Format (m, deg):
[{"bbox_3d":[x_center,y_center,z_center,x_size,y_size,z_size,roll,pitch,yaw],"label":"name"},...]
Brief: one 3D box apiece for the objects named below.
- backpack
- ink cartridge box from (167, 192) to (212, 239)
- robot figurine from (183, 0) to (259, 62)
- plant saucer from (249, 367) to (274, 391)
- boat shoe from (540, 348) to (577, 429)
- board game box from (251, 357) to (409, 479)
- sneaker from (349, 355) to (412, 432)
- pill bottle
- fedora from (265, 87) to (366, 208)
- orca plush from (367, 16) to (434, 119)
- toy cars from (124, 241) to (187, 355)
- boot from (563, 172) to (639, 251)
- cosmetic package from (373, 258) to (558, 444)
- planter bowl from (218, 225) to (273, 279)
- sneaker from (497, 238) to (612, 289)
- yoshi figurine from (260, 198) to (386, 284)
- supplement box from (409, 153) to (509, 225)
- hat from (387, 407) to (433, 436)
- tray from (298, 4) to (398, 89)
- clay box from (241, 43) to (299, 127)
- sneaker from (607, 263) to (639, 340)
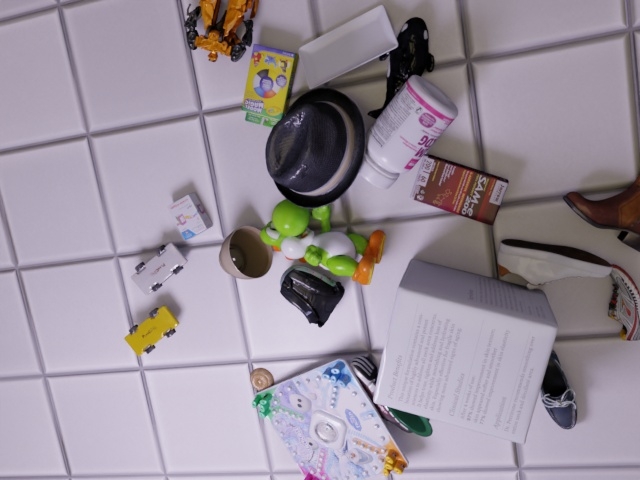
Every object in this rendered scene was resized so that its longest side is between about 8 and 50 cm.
[{"bbox_3d":[-0.037,0.153,1.875,0.182,0.115,0.152,31,91,-7],"label":"backpack"},{"bbox_3d":[-0.407,-0.076,1.960,0.088,0.052,0.123,-27,93,18],"label":"ink cartridge box"},{"bbox_3d":[-0.269,-0.651,1.784,0.211,0.085,0.291,19,105,10],"label":"robot figurine"},{"bbox_3d":[-0.192,0.454,2.036,0.083,0.015,0.084,3,103,14],"label":"plant saucer"},{"bbox_3d":[0.666,0.424,1.773,0.095,0.079,0.255,-13,98,16],"label":"boat shoe"},{"bbox_3d":[0.016,0.593,1.943,0.390,0.050,0.390,-29,95,32],"label":"board game box"},{"bbox_3d":[0.159,0.492,1.923,0.281,0.106,0.162,49,122,2],"label":"sneaker"},{"bbox_3d":[0.220,-0.284,1.688,0.160,0.160,0.283,41,118,3],"label":"pill bottle"},{"bbox_3d":[-0.041,-0.252,1.690,0.333,0.152,0.334,1,92,32],"label":"fedora"},{"bbox_3d":[0.208,-0.458,1.692,0.151,0.102,0.287,35,108,5],"label":"orca plush"},{"bbox_3d":[-0.522,0.185,2.032,0.176,0.087,0.394,11,101,7],"label":"toy cars"},{"bbox_3d":[0.802,-0.143,1.609,0.264,0.096,0.281,31,107,7],"label":"boot"},{"bbox_3d":[0.381,0.277,1.687,0.393,0.327,0.330,14,105,11],"label":"cosmetic package"},{"bbox_3d":[-0.240,0.047,1.900,0.109,0.162,0.162,-21,97,44],"label":"planter bowl"},{"bbox_3d":[0.628,0.079,1.706,0.290,0.106,0.123,11,110,23],"label":"sneaker"},{"bbox_3d":[-0.002,-0.014,1.807,0.362,0.203,0.203,16,90,13],"label":"yoshi figurine"},{"bbox_3d":[0.380,-0.141,1.731,0.239,0.073,0.130,19,105,9],"label":"supplement box"},{"bbox_3d":[0.299,0.437,1.797,0.173,0.209,0.183,38,64,21],"label":"hat"},{"bbox_3d":[0.075,-0.525,1.731,0.270,0.030,0.145,-22,70,18],"label":"tray"},{"bbox_3d":[-0.149,-0.440,1.814,0.127,0.053,0.222,15,105,9],"label":"clay box"},{"bbox_3d":[0.809,0.170,1.678,0.092,0.088,0.225,-21,95,19],"label":"sneaker"}]
